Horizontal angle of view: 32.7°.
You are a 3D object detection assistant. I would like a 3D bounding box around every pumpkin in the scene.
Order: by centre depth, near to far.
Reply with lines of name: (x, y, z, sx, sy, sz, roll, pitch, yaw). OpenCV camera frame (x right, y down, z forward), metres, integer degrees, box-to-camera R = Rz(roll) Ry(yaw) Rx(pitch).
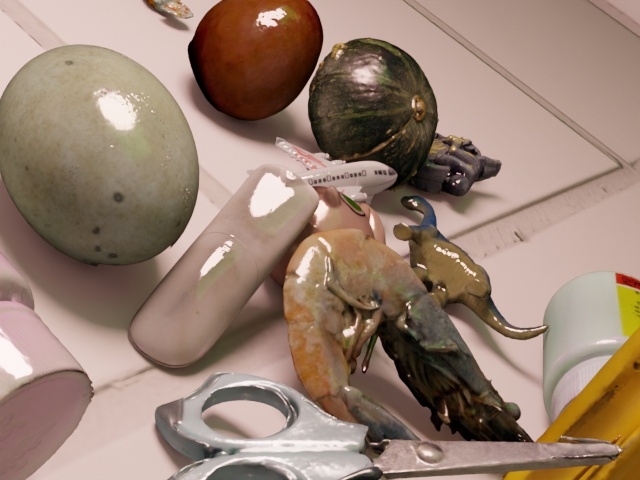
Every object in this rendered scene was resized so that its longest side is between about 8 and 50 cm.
pumpkin: (0.063, -0.156, 1.342, 0.146, 0.190, 0.190, 9, 20, 24)

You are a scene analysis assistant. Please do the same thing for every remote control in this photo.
remote control: (-0.084, 0.016, 0.965, 0.073, 0.044, 0.229, 31, 61, 13)

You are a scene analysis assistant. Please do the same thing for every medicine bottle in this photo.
medicine bottle: (-0.278, 0.047, 0.717, 0.254, 0.152, 0.152, 43, 31, 21)
medicine bottle: (0.303, 0.138, 1.139, 0.139, 0.139, 0.225, 29, 28, -4)

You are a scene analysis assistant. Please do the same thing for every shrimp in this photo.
shrimp: (0.072, 0.119, 0.977, 0.289, 0.075, 0.178, 54, 49, -8)

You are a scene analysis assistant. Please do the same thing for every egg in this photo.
egg: (-0.198, -0.076, 0.968, 0.169, 0.169, 0.236, 6, 41, -39)

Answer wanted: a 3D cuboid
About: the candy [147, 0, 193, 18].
candy: (-0.232, -0.359, 1.516, 0.053, 0.046, 0.182, 7, 42, -43)

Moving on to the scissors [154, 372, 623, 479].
scissors: (0.052, 0.162, 0.825, 0.360, 0.029, 0.191, -2, 33, -2)

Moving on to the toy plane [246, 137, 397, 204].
toy plane: (0.008, -0.063, 1.245, 0.171, 0.065, 0.162, 0, 39, -26)

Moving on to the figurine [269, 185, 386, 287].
figurine: (0.000, 0.000, 1.088, 0.138, 0.125, 0.125, 38, 26, -18)

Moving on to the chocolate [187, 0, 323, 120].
chocolate: (-0.071, -0.231, 1.329, 0.177, 0.176, 0.176, 23, 29, -14)

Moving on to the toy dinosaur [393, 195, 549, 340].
toy dinosaur: (0.167, 0.029, 1.261, 0.248, 0.075, 0.188, 33, 24, 17)

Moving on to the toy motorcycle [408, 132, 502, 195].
toy motorcycle: (0.168, -0.101, 1.470, 0.193, 0.061, 0.124, -5, 38, -39)

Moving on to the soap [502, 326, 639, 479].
soap: (0.310, 0.179, 0.899, 0.204, 0.324, 0.096, 22, 35, -15)
